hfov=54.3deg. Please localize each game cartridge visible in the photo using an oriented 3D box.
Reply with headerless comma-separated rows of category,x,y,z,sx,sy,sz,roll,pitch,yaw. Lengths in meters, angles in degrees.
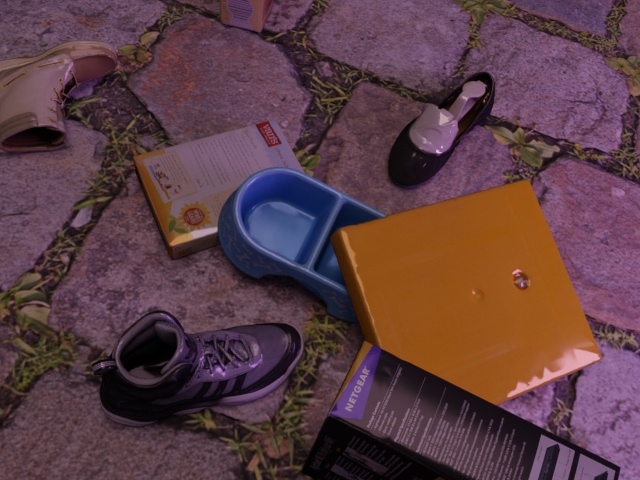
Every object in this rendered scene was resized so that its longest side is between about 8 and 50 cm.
game cartridge,0.203,0.081,0.859,0.324,0.053,0.285,-15,79,-21

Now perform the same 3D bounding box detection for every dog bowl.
dog bowl,0.000,0.000,0.891,0.297,0.074,0.165,27,66,-3

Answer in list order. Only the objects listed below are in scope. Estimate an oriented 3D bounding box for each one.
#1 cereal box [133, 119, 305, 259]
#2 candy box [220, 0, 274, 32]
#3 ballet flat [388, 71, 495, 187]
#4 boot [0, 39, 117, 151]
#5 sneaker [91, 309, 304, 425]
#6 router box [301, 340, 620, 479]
cereal box,-0.145,-0.085,0.967,0.240,0.047,0.173,-18,65,-20
candy box,-0.117,-0.559,1.107,0.088,0.316,0.182,14,58,1
ballet flat,0.211,-0.205,1.067,0.095,0.096,0.280,36,60,13
boot,-0.419,-0.230,1.000,0.213,0.077,0.165,-18,62,-13
sneaker,-0.140,0.144,0.763,0.269,0.153,0.101,-14,62,-17
router box,0.114,0.239,0.651,0.243,0.308,0.081,25,62,7
